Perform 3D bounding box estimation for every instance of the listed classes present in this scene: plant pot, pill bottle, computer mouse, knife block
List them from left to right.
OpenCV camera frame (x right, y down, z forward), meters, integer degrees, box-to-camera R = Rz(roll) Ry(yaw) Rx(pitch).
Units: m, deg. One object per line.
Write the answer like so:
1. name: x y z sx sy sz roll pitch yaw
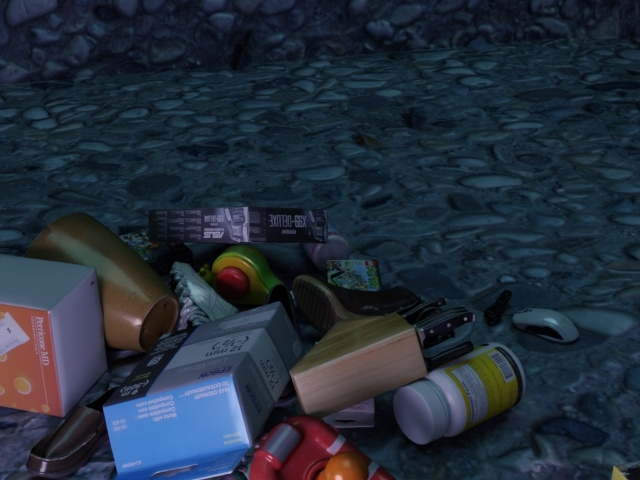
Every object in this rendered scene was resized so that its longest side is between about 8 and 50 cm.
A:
1. plant pot: -0.401 0.106 1.924 0.254 0.237 0.237 26 34 23
2. pill bottle: 0.000 0.000 2.268 0.087 0.087 0.160 -9 27 -18
3. knife block: 0.115 0.185 1.645 0.242 0.088 0.276 -8 18 32
4. pill bottle: 0.229 0.254 1.691 0.208 0.119 0.119 -18 30 -33
5. computer mouse: 0.418 0.148 2.003 0.193 0.042 0.106 17 29 33

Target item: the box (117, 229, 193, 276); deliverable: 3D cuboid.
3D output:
1. box: -0.418 0.038 2.240 0.233 0.044 0.159 -15 29 -28

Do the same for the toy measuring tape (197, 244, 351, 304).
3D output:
1. toy measuring tape: -0.104 0.066 2.055 0.330 0.121 0.121 0 24 20

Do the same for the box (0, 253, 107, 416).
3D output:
1. box: -0.574 0.154 1.797 0.345 0.215 0.168 6 26 15

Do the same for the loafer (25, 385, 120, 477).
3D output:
1. loafer: -0.389 0.300 1.642 0.080 0.078 0.220 13 28 26

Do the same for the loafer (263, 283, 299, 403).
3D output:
1. loafer: -0.086 0.183 1.870 0.109 0.095 0.302 0 25 0

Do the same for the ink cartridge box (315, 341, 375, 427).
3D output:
1. ink cartridge box: 0.042 0.247 1.771 0.104 0.061 0.181 -1 26 0

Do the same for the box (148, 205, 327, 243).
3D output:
1. box: -0.176 -0.031 2.171 0.307 0.076 0.242 0 0 40

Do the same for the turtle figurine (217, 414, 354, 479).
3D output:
1. turtle figurine: -0.057 0.334 1.537 0.175 0.118 0.234 16 35 31

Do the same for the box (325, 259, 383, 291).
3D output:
1. box: 0.071 0.101 2.113 0.114 0.036 0.207 -1 25 -2

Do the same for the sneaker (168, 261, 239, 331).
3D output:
1. sneaker: -0.224 0.139 1.972 0.118 0.110 0.292 -2 32 -23

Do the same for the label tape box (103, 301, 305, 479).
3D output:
1. label tape box: -0.199 0.247 1.621 0.249 0.115 0.347 -17 17 24

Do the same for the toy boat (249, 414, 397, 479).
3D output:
1. toy boat: 0.023 0.335 1.402 0.231 0.151 0.151 38 57 3

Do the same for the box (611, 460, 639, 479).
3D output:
1. box: 0.510 0.401 1.448 0.087 0.058 0.232 -8 27 -17

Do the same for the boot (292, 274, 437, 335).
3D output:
1. boot: 0.088 0.127 1.966 0.248 0.090 0.207 37 34 22
